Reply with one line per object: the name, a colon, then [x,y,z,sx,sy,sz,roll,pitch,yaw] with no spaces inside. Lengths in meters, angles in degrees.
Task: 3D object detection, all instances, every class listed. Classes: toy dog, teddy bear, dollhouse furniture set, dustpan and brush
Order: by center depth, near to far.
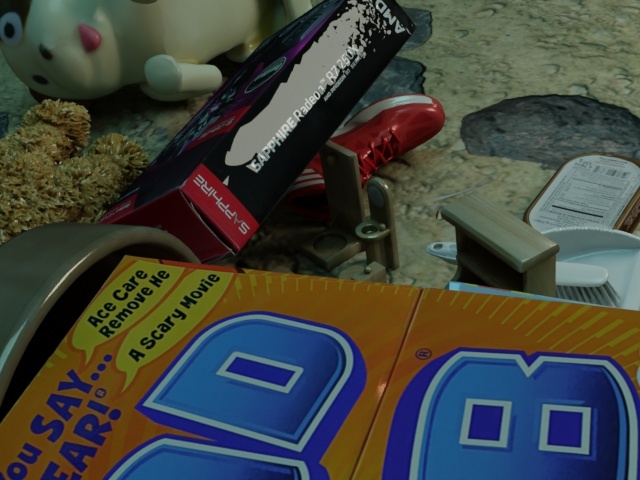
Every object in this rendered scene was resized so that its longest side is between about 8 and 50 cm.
dollhouse furniture set: [0.078,0.091,0.904,0.242,0.161,0.212,-26,40,-22]
dustpan and brush: [0.207,0.034,1.024,0.211,0.060,0.147,6,52,28]
dollhouse furniture set: [0.000,0.000,1.075,0.151,0.123,0.144,-32,42,-28]
teddy bear: [-0.328,-0.042,1.175,0.245,0.113,0.338,48,50,8]
toy dog: [-0.251,-0.342,1.466,0.407,0.285,0.395,-25,39,-17]

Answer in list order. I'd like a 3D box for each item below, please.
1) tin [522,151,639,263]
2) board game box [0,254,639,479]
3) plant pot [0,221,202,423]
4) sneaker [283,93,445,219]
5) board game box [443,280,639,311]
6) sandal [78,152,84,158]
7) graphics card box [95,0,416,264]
tin: [0.287,-0.036,1.136,0.106,0.040,0.190,12,41,33]
board game box: [0.021,0.268,0.512,0.356,0.357,0.356,6,38,19]
plant pot: [-0.247,0.139,0.676,0.280,0.323,0.323,5,39,17]
sneaker: [0.055,-0.085,1.231,0.221,0.087,0.128,-22,45,3]
board game box: [0.203,0.134,0.737,0.275,0.142,0.144,10,72,-2]
sandal: [-0.346,-0.055,1.284,0.049,0.072,0.180,36,48,18]
graphics card box: [-0.073,-0.118,1.142,0.232,0.094,0.371,-19,28,54]
